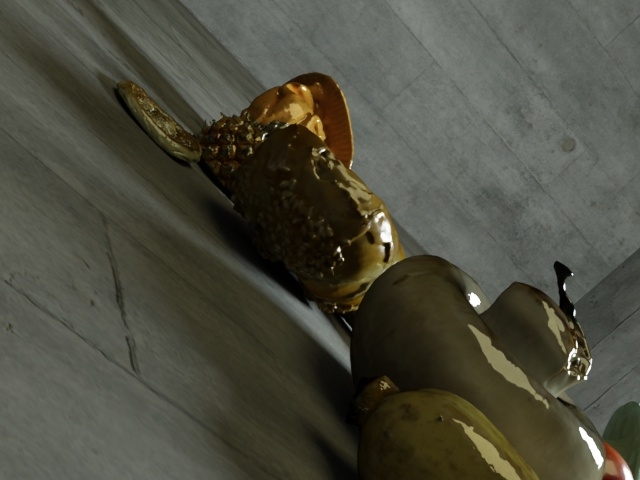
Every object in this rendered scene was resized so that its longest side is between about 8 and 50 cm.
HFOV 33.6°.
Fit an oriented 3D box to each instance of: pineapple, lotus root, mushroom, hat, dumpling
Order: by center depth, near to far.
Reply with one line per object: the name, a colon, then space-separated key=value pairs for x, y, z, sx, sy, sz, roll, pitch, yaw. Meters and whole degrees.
lotus root: x=0.129 y=0.240 z=0.996 sx=0.284 sy=0.146 sz=0.160 roll=47 pitch=-11 yaw=16
mushroom: x=0.209 y=0.159 z=1.267 sx=0.362 sy=0.294 sz=0.362 roll=49 pitch=8 yaw=-9
pineapple: x=-0.102 y=-0.139 z=1.643 sx=0.161 sy=0.137 sz=0.176 roll=41 pitch=9 yaw=-44
hat: x=-0.087 y=-0.186 z=1.802 sx=0.233 sy=0.244 sz=0.233 roll=40 pitch=16 yaw=27
dumpling: x=0.522 y=0.454 z=1.966 sx=0.320 sy=0.211 sz=0.270 roll=-150 pitch=-129 yaw=-69

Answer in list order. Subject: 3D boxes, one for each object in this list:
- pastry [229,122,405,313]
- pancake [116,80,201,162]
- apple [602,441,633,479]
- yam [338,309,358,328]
pastry: x=-0.009 y=-0.018 z=1.461 sx=0.255 sy=0.162 sz=0.311 roll=40 pitch=-7 yaw=29
pancake: x=-0.227 y=-0.168 z=1.508 sx=0.158 sy=0.028 sz=0.158 roll=44 pitch=10 yaw=-9
apple: x=0.348 y=0.352 z=1.504 sx=0.181 sy=0.181 sz=0.168 roll=43 pitch=12 yaw=-34
yam: x=0.103 y=0.153 z=1.559 sx=0.371 sy=0.083 sz=0.083 roll=53 pitch=9 yaw=28
